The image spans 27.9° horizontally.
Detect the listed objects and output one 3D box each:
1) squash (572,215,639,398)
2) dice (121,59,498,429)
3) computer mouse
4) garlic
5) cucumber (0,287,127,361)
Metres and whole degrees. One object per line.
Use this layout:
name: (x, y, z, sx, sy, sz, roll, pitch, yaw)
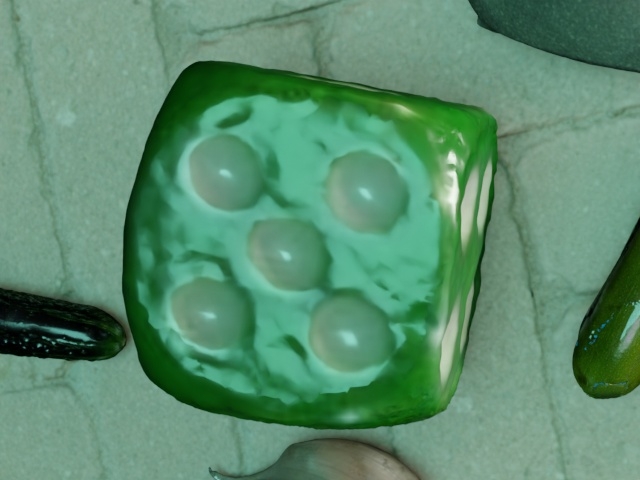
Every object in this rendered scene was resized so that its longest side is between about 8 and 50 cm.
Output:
squash: (0.328, 0.005, 1.203, 0.087, 0.087, 0.331, 28, 100, 12)
dice: (0.000, 0.000, 1.189, 0.287, 0.297, 0.300, 10, 98, 12)
computer mouse: (0.307, -0.249, 1.168, 0.373, 0.114, 0.203, 4, 96, 15)
garlic: (0.000, 0.329, 1.319, 0.292, 0.210, 0.237, 49, 140, 2)
cucumber: (-0.327, 0.092, 1.409, 0.241, 0.074, 0.074, 8, 98, 15)
